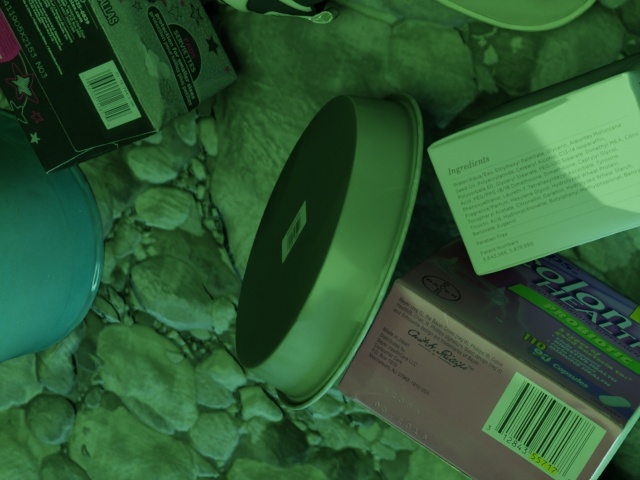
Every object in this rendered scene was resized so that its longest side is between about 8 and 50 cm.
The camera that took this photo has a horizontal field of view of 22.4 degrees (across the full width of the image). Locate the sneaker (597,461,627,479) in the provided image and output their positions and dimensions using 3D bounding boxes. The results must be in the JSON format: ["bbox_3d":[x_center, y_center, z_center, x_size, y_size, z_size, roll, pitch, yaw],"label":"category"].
[{"bbox_3d":[0.218,0.285,1.469,0.295,0.124,0.178,43,107,7],"label":"sneaker"}]

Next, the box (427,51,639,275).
[{"bbox_3d":[0.213,-0.070,1.334,0.182,0.181,0.119,-19,96,28],"label":"box"}]

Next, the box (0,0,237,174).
[{"bbox_3d":[-0.216,-0.214,1.486,0.163,0.142,0.247,-16,106,39],"label":"box"}]

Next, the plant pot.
[{"bbox_3d":[-0.398,0.022,1.600,0.272,0.255,0.271,7,107,24],"label":"plant pot"}]

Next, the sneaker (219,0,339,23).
[{"bbox_3d":[-0.005,-0.298,1.424,0.153,0.094,0.235,23,112,16],"label":"sneaker"}]

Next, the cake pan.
[{"bbox_3d":[0.000,0.000,1.398,0.054,0.293,0.293,20,116,-16],"label":"cake pan"}]

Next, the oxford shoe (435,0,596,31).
[{"bbox_3d":[0.059,-0.337,1.313,0.449,0.130,0.169,44,92,-10],"label":"oxford shoe"}]

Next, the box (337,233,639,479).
[{"bbox_3d":[0.170,0.103,1.366,0.213,0.243,0.117,34,114,14],"label":"box"}]
